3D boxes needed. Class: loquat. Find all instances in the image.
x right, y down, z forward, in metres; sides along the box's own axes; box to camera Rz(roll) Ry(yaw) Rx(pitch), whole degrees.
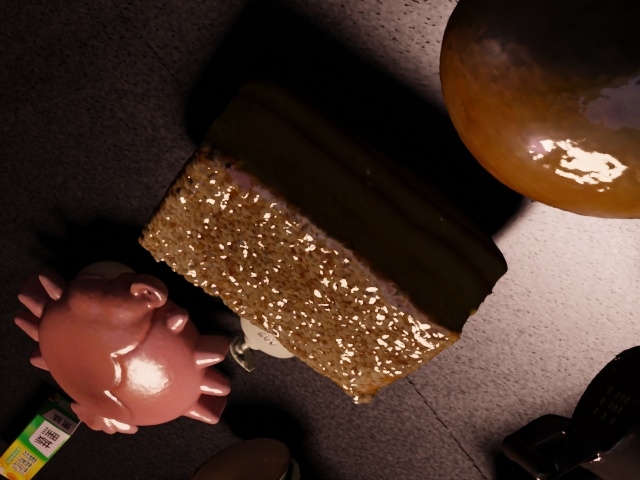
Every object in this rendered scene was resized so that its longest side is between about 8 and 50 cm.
[{"bbox_3d":[0.178,-0.100,0.978,0.227,0.179,0.179,3,136,39],"label":"loquat"}]

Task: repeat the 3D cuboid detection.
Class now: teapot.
[{"bbox_3d":[-0.030,0.318,1.649,0.183,0.183,0.251,-2,121,38],"label":"teapot"}]

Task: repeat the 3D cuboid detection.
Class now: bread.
[{"bbox_3d":[0.000,0.000,1.284,0.234,0.110,0.184,37,147,-5],"label":"bread"}]

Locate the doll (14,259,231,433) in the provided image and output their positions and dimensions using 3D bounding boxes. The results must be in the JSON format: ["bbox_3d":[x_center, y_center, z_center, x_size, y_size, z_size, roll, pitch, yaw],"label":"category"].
[{"bbox_3d":[-0.180,0.104,1.551,0.211,0.093,0.262,23,144,5],"label":"doll"}]

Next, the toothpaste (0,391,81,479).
[{"bbox_3d":[-0.299,0.212,1.814,0.043,0.037,0.178,37,144,-6],"label":"toothpaste"}]

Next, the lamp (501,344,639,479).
[{"bbox_3d":[0.272,0.150,1.223,0.227,0.172,0.147,36,180,-15],"label":"lamp"}]

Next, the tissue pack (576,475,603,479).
[{"bbox_3d":[0.231,0.299,1.410,0.271,0.134,0.192,-25,93,49],"label":"tissue pack"}]

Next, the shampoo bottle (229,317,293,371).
[{"bbox_3d":[-0.035,0.066,1.440,0.077,0.045,0.152,40,145,-13],"label":"shampoo bottle"}]
